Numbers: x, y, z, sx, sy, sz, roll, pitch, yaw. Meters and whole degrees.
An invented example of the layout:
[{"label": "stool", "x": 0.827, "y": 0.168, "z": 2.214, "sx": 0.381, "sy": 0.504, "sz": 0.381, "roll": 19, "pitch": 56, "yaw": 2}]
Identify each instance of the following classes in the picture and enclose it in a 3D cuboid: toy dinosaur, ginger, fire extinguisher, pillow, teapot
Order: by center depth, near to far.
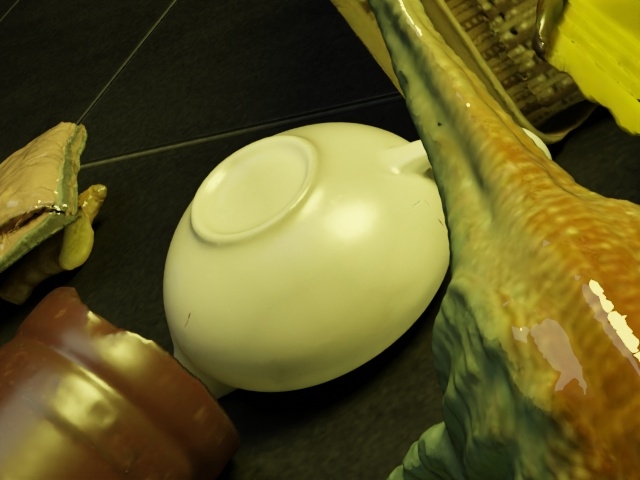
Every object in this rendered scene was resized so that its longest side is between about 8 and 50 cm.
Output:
[{"label": "toy dinosaur", "x": 0.061, "y": 0.026, "z": 0.452, "sx": 0.092, "sy": 0.393, "sz": 0.205, "roll": -9, "pitch": -8, "yaw": -9}, {"label": "fire extinguisher", "x": -0.178, "y": 0.172, "z": 0.604, "sx": 0.114, "sy": 0.135, "sz": 0.337, "roll": 26, "pitch": 65, "yaw": 29}, {"label": "teapot", "x": 0.000, "y": 0.000, "z": 0.703, "sx": 0.226, "sy": 0.092, "sz": 0.145, "roll": -24, "pitch": 41, "yaw": 15}, {"label": "ginger", "x": -0.164, "y": 0.006, "z": 0.949, "sx": 0.097, "sy": 0.030, "sz": 0.048, "roll": -49, "pitch": 16, "yaw": -7}, {"label": "pillow", "x": -0.237, "y": 0.018, "z": 0.969, "sx": 0.232, "sy": 0.043, "sz": 0.126, "roll": -42, "pitch": 21, "yaw": 19}]

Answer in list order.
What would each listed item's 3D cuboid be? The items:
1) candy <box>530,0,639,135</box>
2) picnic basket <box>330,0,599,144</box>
[{"label": "candy", "x": 0.167, "y": -0.104, "z": 0.565, "sx": 0.081, "sy": 0.187, "sz": 0.297, "roll": -39, "pitch": 22, "yaw": 43}, {"label": "picnic basket", "x": 0.091, "y": -0.217, "z": 0.777, "sx": 0.175, "sy": 0.228, "sz": 0.313, "roll": -29, "pitch": 28, "yaw": 22}]
